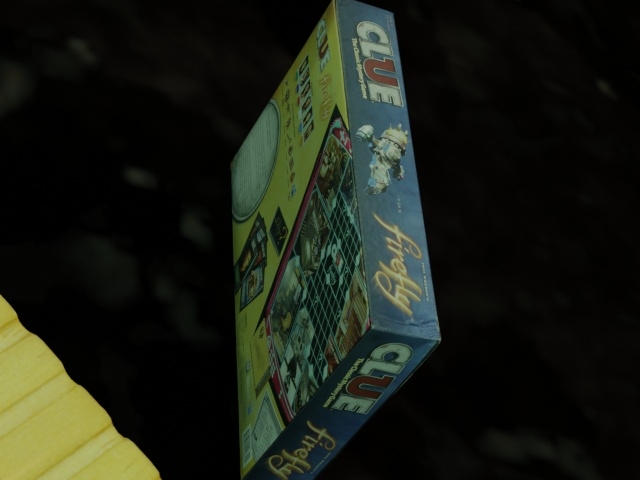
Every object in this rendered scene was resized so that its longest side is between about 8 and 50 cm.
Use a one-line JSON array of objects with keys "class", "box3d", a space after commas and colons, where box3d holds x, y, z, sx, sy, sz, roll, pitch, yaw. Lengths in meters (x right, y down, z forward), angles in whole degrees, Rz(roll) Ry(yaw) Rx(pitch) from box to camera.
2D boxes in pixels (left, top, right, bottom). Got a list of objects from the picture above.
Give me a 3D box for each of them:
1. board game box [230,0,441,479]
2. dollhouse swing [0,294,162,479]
[{"class": "board game box", "box3d": [0.000, 0.000, 0.861, 0.042, 0.165, 0.243, 14, 48, -22]}, {"class": "dollhouse swing", "box3d": [-0.206, 0.102, 0.573, 0.305, 0.315, 0.347, -38, 78, -25]}]
